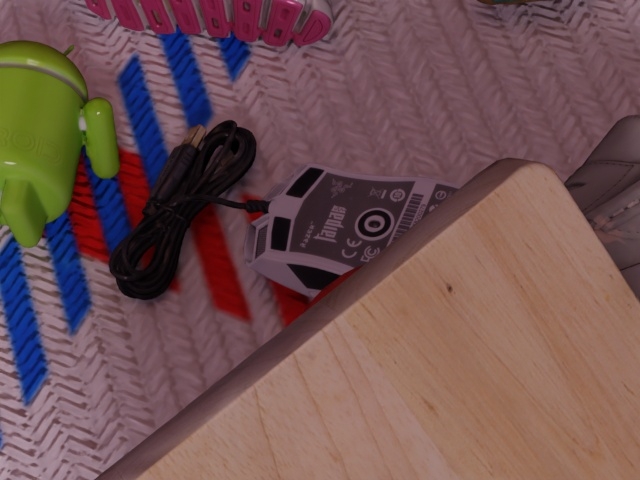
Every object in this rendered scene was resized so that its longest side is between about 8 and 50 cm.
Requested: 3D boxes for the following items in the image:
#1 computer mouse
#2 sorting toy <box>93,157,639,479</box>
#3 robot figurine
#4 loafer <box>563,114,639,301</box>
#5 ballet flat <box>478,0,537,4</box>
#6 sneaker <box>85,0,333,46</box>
[{"bbox_3d":[0.000,0.000,0.764,0.193,0.042,0.106,13,58,24],"label":"computer mouse"},{"bbox_3d":[0.031,0.142,0.568,0.255,0.257,0.089,-38,18,-9],"label":"sorting toy"},{"bbox_3d":[-0.156,-0.054,0.808,0.101,0.067,0.115,-1,59,9],"label":"robot figurine"},{"bbox_3d":[0.143,0.004,0.689,0.319,0.112,0.111,-21,70,-12],"label":"loafer"},{"bbox_3d":[0.096,-0.227,0.861,0.073,0.080,0.232,-17,55,19],"label":"ballet flat"},{"bbox_3d":[-0.068,-0.157,0.857,0.170,0.063,0.075,11,62,11],"label":"sneaker"}]
